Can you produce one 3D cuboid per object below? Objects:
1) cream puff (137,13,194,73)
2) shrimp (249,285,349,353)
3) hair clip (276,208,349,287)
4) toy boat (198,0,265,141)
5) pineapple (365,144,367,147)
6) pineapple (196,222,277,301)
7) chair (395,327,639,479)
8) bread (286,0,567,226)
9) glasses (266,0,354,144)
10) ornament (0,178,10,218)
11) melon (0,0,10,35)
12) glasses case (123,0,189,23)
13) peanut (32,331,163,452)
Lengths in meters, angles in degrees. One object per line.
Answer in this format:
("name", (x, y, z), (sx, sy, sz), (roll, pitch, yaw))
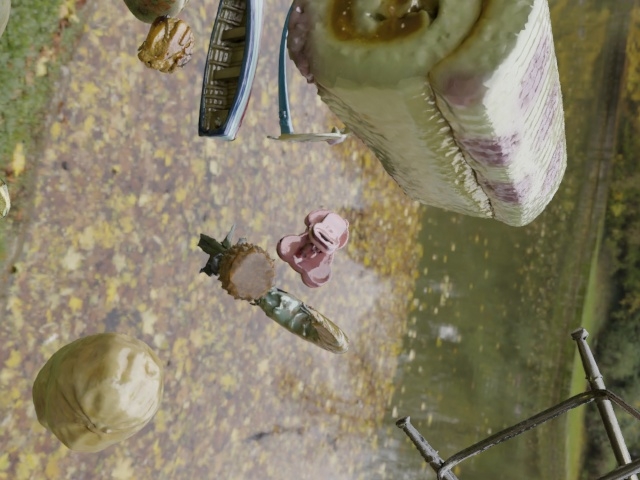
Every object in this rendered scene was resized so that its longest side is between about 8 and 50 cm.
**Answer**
("cream puff", (-0.319, -0.410, 1.480), (0.133, 0.104, 0.119), (-86, -159, -81))
("shrimp", (-0.023, 0.168, 1.390), (0.185, 0.287, 0.068), (37, 83, -18))
("hair clip", (-0.007, 0.007, 1.361), (0.102, 0.123, 0.138), (-45, -172, 30))
("toy boat", (-0.102, -0.232, 0.846), (0.046, 0.080, 0.229), (14, 83, -45))
("pineapple", (0.120, -0.226, 1.479), (0.045, 0.019, 0.083), (-63, -165, -15))
("pineapple", (-0.170, 0.038, 1.421), (0.119, 0.277, 0.130), (30, 87, -23))
("chair", (0.367, 0.413, 1.023), (0.410, 0.362, 0.364), (62, 4, 0))
("bread", (0.120, -0.130, 0.628), (0.338, 0.187, 0.155), (37, 71, -62))
("glasses", (0.031, -0.224, 0.898), (0.190, 0.088, 0.220), (-19, 128, -39))
("ornament", (-0.843, -0.131, 1.747), (0.059, 0.201, 0.180), (-17, 95, -40))
("melon", (-0.657, -0.405, 1.129), (0.330, 0.268, 0.268), (-24, 119, -50))
("glasses case", (-0.415, -0.660, 1.460), (0.425, 0.156, 0.098), (64, 33, -29))
("peanut", (-0.384, 0.259, 1.189), (0.169, 0.387, 0.192), (20, 68, -27))
